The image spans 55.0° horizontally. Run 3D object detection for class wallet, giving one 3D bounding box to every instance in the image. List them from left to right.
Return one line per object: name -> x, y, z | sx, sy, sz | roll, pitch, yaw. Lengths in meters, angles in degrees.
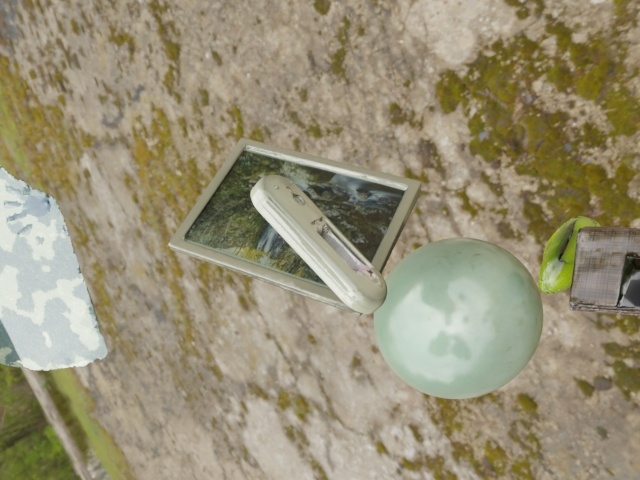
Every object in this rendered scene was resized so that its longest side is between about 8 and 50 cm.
wallet -> 0.430, 0.038, 0.755 | 0.230, 0.124, 0.042 | 2, 154, 36

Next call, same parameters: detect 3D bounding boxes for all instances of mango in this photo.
mango -> 0.371, 0.026, 0.913 | 0.074, 0.165, 0.091 | 36, 142, 11

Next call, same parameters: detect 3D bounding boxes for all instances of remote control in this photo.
remote control -> 0.000, 0.000, 0.770 | 0.221, 0.078, 0.042 | 48, 120, 8

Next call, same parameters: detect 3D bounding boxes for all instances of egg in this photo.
egg -> 0.234, 0.138, 1.087 | 0.276, 0.276, 0.389 | 53, 163, 12

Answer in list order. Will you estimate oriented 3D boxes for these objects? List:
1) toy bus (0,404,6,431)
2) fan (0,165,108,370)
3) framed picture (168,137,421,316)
toy bus -> -0.368, 0.094, 0.413 | 0.289, 0.157, 0.139 | 52, 163, -14
fan -> -0.253, 0.006, 0.467 | 0.240, 0.131, 0.009 | 53, -179, 0
framed picture -> -0.038, -0.036, 0.927 | 0.324, 0.240, 0.020 | 18, 151, 21
